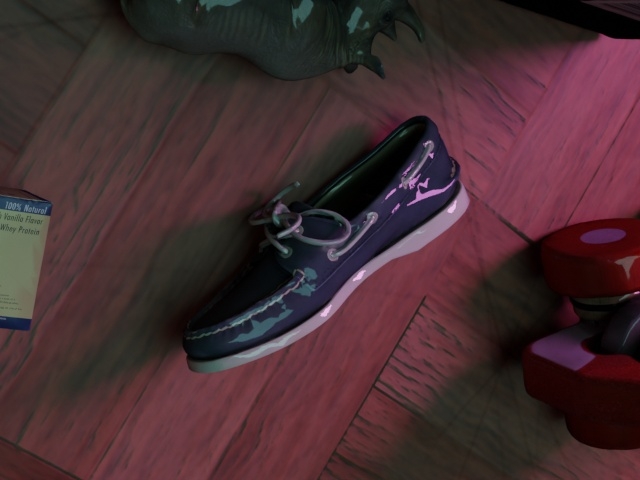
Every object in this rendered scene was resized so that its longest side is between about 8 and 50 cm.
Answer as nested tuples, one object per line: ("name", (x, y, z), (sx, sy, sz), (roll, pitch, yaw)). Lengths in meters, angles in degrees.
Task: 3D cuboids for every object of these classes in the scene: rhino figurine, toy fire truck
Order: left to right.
("rhino figurine", (-0.029, -0.164, 0.935), (0.243, 0.073, 0.106), (11, 90, -32))
("toy fire truck", (0.324, 0.071, 1.071), (0.302, 0.254, 0.169), (-18, 107, -26))

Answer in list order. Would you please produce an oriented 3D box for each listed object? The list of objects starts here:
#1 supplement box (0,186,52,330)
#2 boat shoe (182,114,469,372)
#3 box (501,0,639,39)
("supplement box", (-0.221, 0.007, 0.867), (0.083, 0.056, 0.083), (8, 95, -30))
("boat shoe", (0.000, 0.000, 0.968), (0.254, 0.095, 0.079), (-34, 115, -22))
("box", (0.261, -0.298, 0.946), (0.183, 0.296, 0.294), (12, 92, -30))
